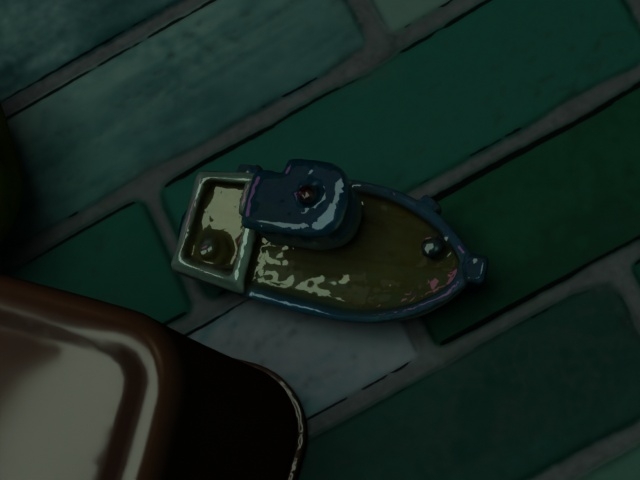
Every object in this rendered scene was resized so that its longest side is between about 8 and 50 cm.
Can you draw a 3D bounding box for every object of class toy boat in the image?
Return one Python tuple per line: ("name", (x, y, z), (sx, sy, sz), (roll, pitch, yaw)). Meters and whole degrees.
("toy boat", (0.000, 0.000, 1.220), (0.215, 0.102, 0.088), (11, 80, 18))

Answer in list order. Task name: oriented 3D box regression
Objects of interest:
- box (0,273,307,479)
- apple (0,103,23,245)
("box", (-0.180, 0.197, 1.146), (0.239, 0.229, 0.339), (13, 80, 17))
("apple", (-0.283, -0.043, 1.267), (0.196, 0.196, 0.196), (-4, 73, 15))
